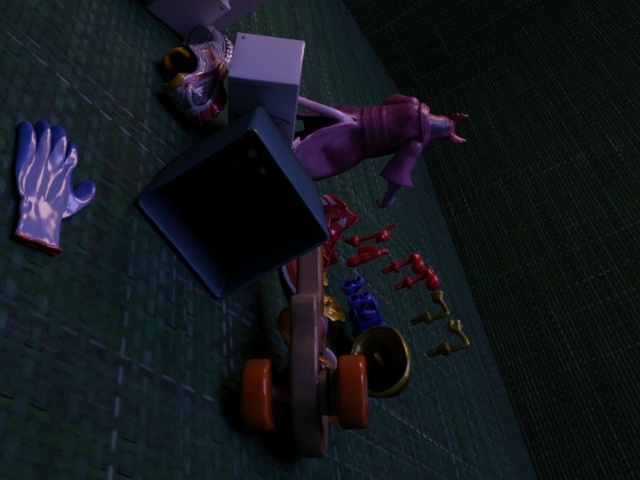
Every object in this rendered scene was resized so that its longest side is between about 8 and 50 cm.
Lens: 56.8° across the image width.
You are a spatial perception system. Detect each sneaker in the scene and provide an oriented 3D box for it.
[{"bbox_3d":[0.000,0.000,0.989,0.087,0.128,0.221,44,27,-45],"label":"sneaker"},{"bbox_3d":[-0.191,-0.276,0.915,0.093,0.088,0.225,45,26,-40],"label":"sneaker"}]

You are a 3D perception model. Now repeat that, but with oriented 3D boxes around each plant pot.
[{"bbox_3d":[-0.100,-0.077,0.794,0.165,0.166,0.234,55,15,-23],"label":"plant pot"}]

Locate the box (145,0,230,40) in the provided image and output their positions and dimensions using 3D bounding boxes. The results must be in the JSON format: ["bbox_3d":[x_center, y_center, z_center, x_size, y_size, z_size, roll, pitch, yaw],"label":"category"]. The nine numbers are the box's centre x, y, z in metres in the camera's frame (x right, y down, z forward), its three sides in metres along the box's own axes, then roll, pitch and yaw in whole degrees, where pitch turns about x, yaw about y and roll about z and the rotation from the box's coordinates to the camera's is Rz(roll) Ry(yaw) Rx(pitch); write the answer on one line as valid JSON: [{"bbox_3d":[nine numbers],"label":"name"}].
[{"bbox_3d":[-0.224,-0.410,0.979,0.102,0.101,0.087,27,41,-57],"label":"box"}]

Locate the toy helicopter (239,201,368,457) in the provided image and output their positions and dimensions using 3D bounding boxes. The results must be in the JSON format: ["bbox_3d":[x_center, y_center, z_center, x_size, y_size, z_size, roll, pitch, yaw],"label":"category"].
[{"bbox_3d":[-0.008,0.109,0.803,0.235,0.140,0.354,75,12,-60],"label":"toy helicopter"}]

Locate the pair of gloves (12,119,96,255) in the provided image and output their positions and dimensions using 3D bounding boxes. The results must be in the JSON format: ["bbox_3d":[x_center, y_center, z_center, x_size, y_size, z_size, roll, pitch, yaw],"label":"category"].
[{"bbox_3d":[-0.281,-0.076,0.527,0.198,0.023,0.159,39,31,-49],"label":"pair of gloves"}]

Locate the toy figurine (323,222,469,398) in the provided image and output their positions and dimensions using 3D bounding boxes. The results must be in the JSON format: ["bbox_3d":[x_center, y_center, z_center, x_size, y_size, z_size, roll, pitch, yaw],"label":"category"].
[{"bbox_3d":[0.124,0.163,1.005,0.362,0.191,0.217,-117,-176,-54],"label":"toy figurine"}]

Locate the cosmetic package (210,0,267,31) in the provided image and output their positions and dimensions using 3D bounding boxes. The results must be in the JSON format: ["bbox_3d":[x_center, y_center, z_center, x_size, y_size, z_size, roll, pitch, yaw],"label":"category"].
[{"bbox_3d":[-0.148,-0.481,1.066,0.085,0.231,0.117,18,48,-64],"label":"cosmetic package"}]

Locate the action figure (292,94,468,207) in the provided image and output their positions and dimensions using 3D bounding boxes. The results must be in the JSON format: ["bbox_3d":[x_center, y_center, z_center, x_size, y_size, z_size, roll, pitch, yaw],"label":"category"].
[{"bbox_3d":[0.097,-0.223,1.146,0.275,0.371,0.247,63,22,-61],"label":"action figure"}]

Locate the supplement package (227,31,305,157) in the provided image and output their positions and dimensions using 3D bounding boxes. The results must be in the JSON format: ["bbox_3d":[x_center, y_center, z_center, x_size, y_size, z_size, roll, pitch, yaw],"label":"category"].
[{"bbox_3d":[-0.087,-0.215,0.925,0.179,0.105,0.105,101,-5,-55],"label":"supplement package"}]
